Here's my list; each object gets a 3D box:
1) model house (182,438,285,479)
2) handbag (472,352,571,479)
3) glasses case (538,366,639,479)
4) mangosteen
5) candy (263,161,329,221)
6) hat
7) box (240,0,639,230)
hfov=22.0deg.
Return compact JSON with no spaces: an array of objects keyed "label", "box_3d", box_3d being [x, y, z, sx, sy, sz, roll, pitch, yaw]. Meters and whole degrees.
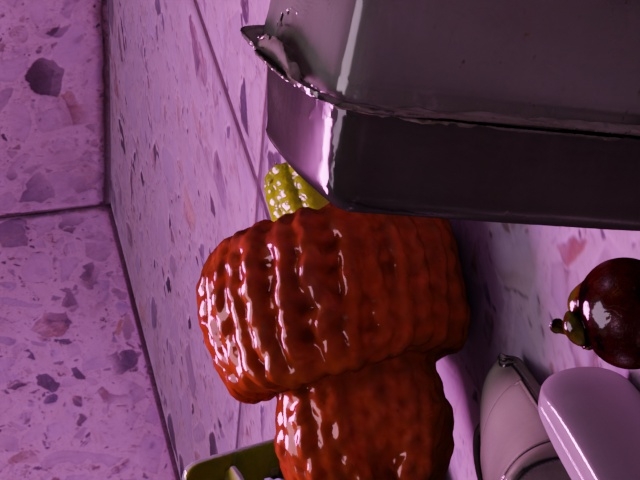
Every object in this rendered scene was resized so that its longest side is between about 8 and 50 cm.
[{"label":"model house","box_3d":[0.003,0.436,2.038,0.313,0.242,0.358,25,121,55]},{"label":"handbag","box_3d":[0.186,0.229,1.399,0.315,0.109,0.241,-100,6,-81]},{"label":"glasses case","box_3d":[0.218,0.159,1.180,0.193,0.074,0.049,-116,23,-50]},{"label":"mangosteen","box_3d":[0.211,0.053,1.143,0.081,0.081,0.081,172,90,-76]},{"label":"candy","box_3d":[0.000,0.000,1.951,0.097,0.097,0.209,109,144,-61]},{"label":"hat","box_3d":[0.060,0.154,1.561,0.400,0.285,0.285,64,163,8]},{"label":"box","box_3d":[0.105,-0.111,1.054,0.220,0.290,0.166,-131,48,-65]}]
